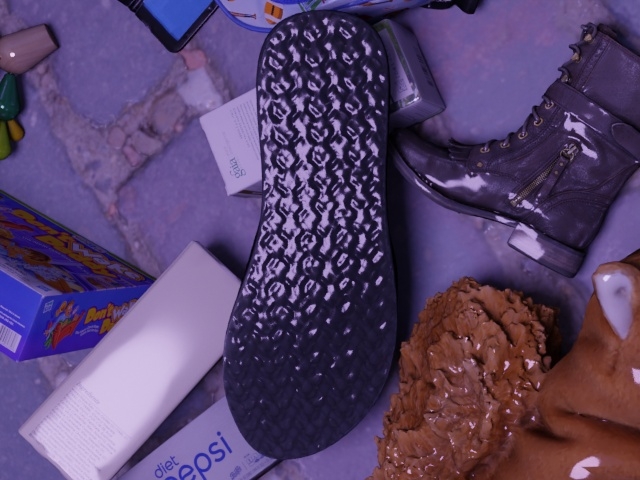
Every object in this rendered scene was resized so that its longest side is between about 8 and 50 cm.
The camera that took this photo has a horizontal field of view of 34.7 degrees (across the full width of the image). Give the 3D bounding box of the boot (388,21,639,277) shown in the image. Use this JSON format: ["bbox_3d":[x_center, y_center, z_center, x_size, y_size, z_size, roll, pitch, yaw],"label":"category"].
[{"bbox_3d":[0.216,-0.113,1.017,0.263,0.091,0.229,31,101,8],"label":"boot"}]

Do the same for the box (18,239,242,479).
[{"bbox_3d":[-0.188,0.137,1.113,0.113,0.094,0.275,43,84,2],"label":"box"}]

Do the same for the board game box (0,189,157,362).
[{"bbox_3d":[-0.386,0.011,1.173,0.347,0.233,0.078,27,100,19],"label":"board game box"}]

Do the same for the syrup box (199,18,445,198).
[{"bbox_3d":[0.000,-0.134,1.091,0.237,0.096,0.093,-25,81,20],"label":"syrup box"}]

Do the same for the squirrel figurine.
[{"bbox_3d":[0.214,0.163,0.891,0.397,0.281,0.370,20,113,33],"label":"squirrel figurine"}]

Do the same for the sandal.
[{"bbox_3d":[0.003,-0.001,1.028,0.168,0.107,0.445,7,97,3],"label":"sandal"}]

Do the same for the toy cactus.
[{"bbox_3d":[-0.408,-0.206,1.267,0.181,0.112,0.219,-26,78,1],"label":"toy cactus"}]

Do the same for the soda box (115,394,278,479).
[{"bbox_3d":[-0.136,0.258,1.146,0.286,0.098,0.091,-39,78,18],"label":"soda box"}]

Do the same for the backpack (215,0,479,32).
[{"bbox_3d":[-0.005,-0.329,1.044,0.263,0.213,0.276,-18,87,31],"label":"backpack"}]

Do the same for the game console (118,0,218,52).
[{"bbox_3d":[-0.177,-0.311,1.171,0.144,0.124,0.085,-46,48,15],"label":"game console"}]
